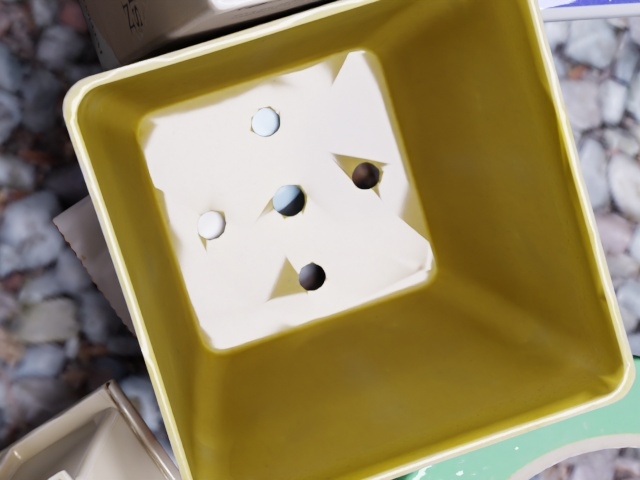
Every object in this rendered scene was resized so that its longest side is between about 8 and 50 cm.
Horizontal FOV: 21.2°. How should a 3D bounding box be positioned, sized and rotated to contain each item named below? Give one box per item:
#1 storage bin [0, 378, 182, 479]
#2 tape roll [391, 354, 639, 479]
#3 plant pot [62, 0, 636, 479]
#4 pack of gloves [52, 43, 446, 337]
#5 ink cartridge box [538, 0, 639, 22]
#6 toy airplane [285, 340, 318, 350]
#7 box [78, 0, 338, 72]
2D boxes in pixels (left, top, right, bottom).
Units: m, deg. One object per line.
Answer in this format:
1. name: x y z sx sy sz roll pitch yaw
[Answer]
1. storage bin: -0.140 0.258 0.843 0.260 0.123 0.262 -33 100 8
2. tape roll: 0.158 0.224 0.979 0.321 0.077 0.321 0 92 -15
3. plant pot: 0.001 -0.010 0.839 0.212 0.187 0.212 -18 101 -8
4. pack of gloves: 0.000 0.000 0.960 0.232 0.046 0.195 -35 104 -5
5. ink cartridge box: 0.246 -0.282 0.949 0.304 0.072 0.307 -3 104 -5
6. toy airplane: -0.003 0.128 0.913 0.151 0.028 0.151 -5 74 17
7. box: -0.044 -0.170 0.796 0.121 0.311 0.148 -18 94 -14
